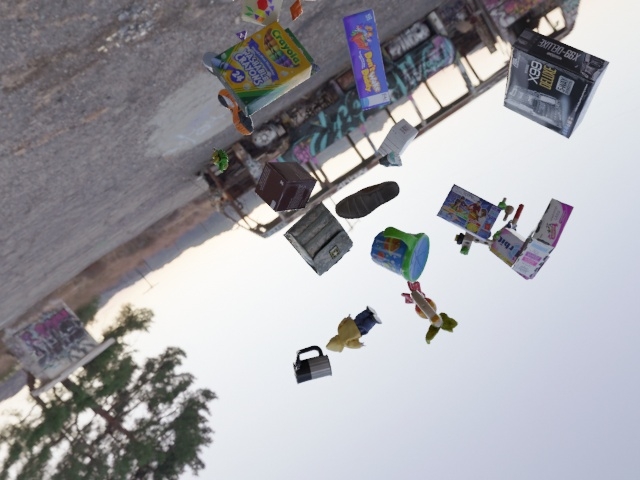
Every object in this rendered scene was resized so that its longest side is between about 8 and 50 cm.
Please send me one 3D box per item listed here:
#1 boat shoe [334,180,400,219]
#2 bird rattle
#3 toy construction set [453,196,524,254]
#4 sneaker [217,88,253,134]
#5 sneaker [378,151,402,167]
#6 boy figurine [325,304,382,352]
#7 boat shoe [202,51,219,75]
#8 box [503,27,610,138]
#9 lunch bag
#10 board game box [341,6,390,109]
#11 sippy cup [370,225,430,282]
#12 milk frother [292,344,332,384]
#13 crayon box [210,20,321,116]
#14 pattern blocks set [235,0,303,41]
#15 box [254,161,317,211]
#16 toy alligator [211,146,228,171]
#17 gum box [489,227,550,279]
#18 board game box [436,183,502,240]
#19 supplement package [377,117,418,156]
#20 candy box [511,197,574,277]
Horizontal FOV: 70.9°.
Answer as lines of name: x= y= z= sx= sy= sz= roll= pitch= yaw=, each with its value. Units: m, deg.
boat shoe: x=0.193 y=-0.170 z=1.941 sx=0.307 sy=0.111 sz=0.104 roll=-20 pitch=-167 yaw=-15
bird rattle: x=0.404 y=0.250 z=1.702 sx=0.143 sy=0.254 sz=0.207 roll=-30 pitch=156 yaw=6
toy construction set: x=0.742 y=-0.029 z=1.990 sx=0.237 sy=0.257 sz=0.309 roll=-56 pitch=-176 yaw=-27
sneaker: x=-0.427 y=-0.679 z=2.339 sx=0.099 sy=0.262 sz=0.121 roll=-23 pitch=-151 yaw=13
sneaker: x=0.298 y=-0.341 z=1.920 sx=0.076 sy=0.065 sz=0.166 roll=-17 pitch=172 yaw=27
boy figurine: x=0.149 y=0.431 z=2.075 sx=0.285 sy=0.092 sz=0.177 roll=-43 pitch=-128 yaw=11
boat shoe: x=-0.435 y=-0.810 z=2.210 sx=0.105 sy=0.306 sz=0.113 roll=130 pitch=-19 yaw=-79
box: x=0.680 y=-0.457 z=1.335 sx=0.076 sy=0.242 sz=0.307 roll=-52 pitch=157 yaw=-2
lunch bag: x=0.000 y=0.000 z=2.163 sx=0.235 sy=0.287 sz=0.169 roll=-43 pitch=-171 yaw=-15
board game box: x=0.125 y=-0.537 z=1.300 sx=0.078 sy=0.233 sz=0.347 roll=-12 pitch=-152 yaw=8
sippy cup: x=0.364 y=0.056 z=2.109 sx=0.224 sy=0.306 sz=0.240 roll=17 pitch=-152 yaw=32
milk frother: x=-0.031 y=0.452 z=1.640 sx=0.134 sy=0.129 sz=0.143 roll=-12 pitch=174 yaw=-11
crayon box: x=-0.179 y=-0.597 z=1.526 sx=0.323 sy=0.203 sz=0.083 roll=-36 pitch=175 yaw=-12
pattern blocks set: x=-0.198 y=-0.837 z=1.559 sx=0.325 sy=0.285 sz=0.026 roll=-59 pitch=-175 yaw=33
box: x=-0.158 y=-0.252 z=2.078 sx=0.203 sy=0.167 sz=0.168 roll=-11 pitch=138 yaw=-48
toy alligator: x=-0.398 y=-0.339 z=1.794 sx=0.051 sy=0.056 sz=0.190 roll=-43 pitch=-139 yaw=16
gum box: x=0.739 y=0.051 z=1.666 sx=0.062 sy=0.188 sz=0.107 roll=2 pitch=124 yaw=-41
board game box: x=0.554 y=-0.106 z=1.678 sx=0.136 sy=0.201 sz=0.035 roll=-59 pitch=173 yaw=-6
supplement package: x=0.373 y=-0.483 z=2.182 sx=0.105 sy=0.105 sz=0.179 roll=-42 pitch=172 yaw=-30
candy box: x=0.687 y=-0.002 z=1.400 sx=0.159 sy=0.071 sz=0.233 roll=-56 pitch=159 yaw=-18
